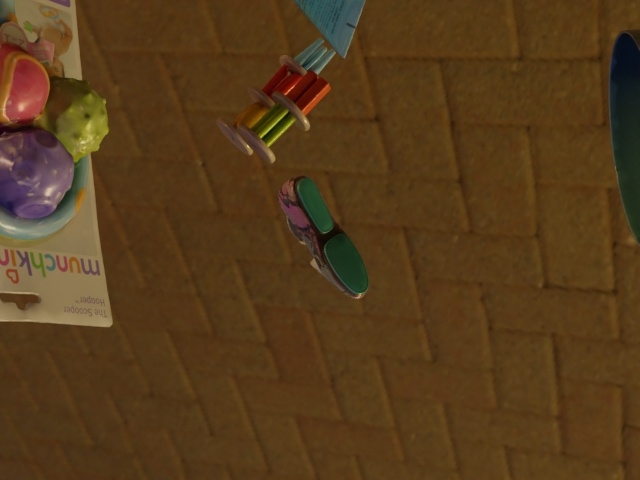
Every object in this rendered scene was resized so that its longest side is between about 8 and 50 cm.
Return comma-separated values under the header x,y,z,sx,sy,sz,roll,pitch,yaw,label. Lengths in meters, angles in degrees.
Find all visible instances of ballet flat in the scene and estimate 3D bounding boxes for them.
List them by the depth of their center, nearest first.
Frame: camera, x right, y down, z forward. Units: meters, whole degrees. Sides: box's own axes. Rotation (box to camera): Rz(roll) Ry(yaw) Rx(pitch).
x,y,z,sx,sy,sz,roll,pitch,yaw,label
0.000,0.000,1.836,0.079,0.077,0.221,-27,95,48,ballet flat

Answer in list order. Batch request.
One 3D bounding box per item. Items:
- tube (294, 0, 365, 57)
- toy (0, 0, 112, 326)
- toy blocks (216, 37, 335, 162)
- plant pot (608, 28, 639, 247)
x,y,z,sx,sy,sz,roll,pitch,yaw,label
-0.020,-0.288,1.210,0.207,0.052,0.080,53,145,30,tube
-0.155,-0.078,0.594,0.056,0.237,0.137,-20,164,30,toy
-0.030,-0.155,1.202,0.054,0.148,0.123,48,170,-24,toy blocks
0.504,-0.141,1.479,0.195,0.290,0.290,-7,138,4,plant pot
